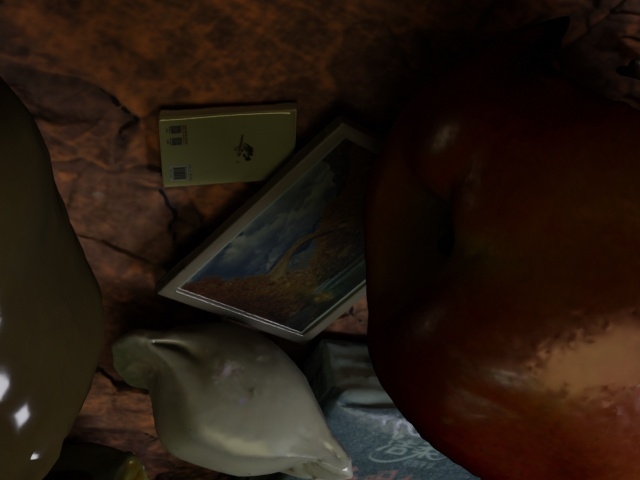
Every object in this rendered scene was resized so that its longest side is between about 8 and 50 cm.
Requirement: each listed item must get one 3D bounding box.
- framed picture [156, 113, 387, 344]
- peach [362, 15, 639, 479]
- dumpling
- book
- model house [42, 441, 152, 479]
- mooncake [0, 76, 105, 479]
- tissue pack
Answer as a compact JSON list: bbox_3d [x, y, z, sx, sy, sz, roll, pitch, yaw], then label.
[{"bbox_3d":[0.000,0.000,1.049,0.184,0.016,0.250,24,127,-39],"label":"framed picture"},{"bbox_3d":[0.197,0.037,0.897,0.406,0.335,0.310,29,111,-37],"label":"peach"},{"bbox_3d":[-0.086,0.161,1.126,0.252,0.131,0.179,26,152,-5],"label":"dumpling"},{"bbox_3d":[-0.075,-0.078,0.964,0.111,0.014,0.077,-4,138,-8],"label":"book"},{"bbox_3d":[-0.258,0.352,1.272,0.268,0.173,0.239,-21,136,15],"label":"model house"},{"bbox_3d":[-0.377,0.038,0.726,0.467,0.467,0.262,-12,133,1],"label":"mooncake"},{"bbox_3d":[0.049,0.242,1.269,0.228,0.103,0.315,10,135,-23],"label":"tissue pack"}]
